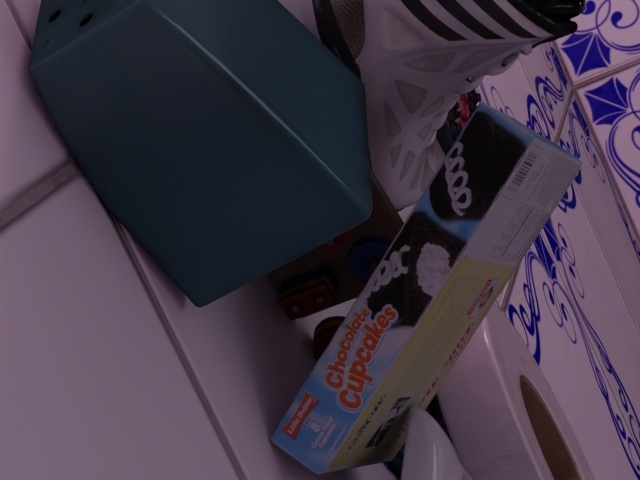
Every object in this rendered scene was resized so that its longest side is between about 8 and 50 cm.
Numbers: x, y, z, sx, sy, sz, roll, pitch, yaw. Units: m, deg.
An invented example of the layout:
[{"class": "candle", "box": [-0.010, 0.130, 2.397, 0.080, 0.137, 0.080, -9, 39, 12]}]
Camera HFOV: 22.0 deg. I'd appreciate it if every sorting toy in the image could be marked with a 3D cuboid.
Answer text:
[{"class": "sorting toy", "box": [0.000, 0.000, 1.417, 0.274, 0.132, 0.046, 58, 22, -29]}]

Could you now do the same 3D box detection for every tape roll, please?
[{"class": "tape roll", "box": [0.225, 0.247, 1.727, 0.392, 0.072, 0.392, 59, 13, -21]}]

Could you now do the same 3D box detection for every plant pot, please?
[{"class": "plant pot", "box": [-0.096, -0.106, 1.227, 0.234, 0.165, 0.165, 47, 27, -35]}]

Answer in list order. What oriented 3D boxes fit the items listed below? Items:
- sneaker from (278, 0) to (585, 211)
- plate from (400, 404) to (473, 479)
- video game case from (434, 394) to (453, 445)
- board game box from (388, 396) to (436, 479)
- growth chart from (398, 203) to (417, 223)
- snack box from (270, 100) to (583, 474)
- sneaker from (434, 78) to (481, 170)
[{"class": "sneaker", "box": [0.119, -0.147, 1.490, 0.447, 0.257, 0.169, 54, 29, -67]}, {"class": "plate", "box": [0.119, 0.324, 1.400, 0.278, 0.045, 0.277, 64, 26, -42]}, {"class": "video game case", "box": [0.165, 0.299, 1.697, 0.210, 0.041, 0.232, 57, 21, -30]}, {"class": "board game box", "box": [0.080, 0.156, 1.641, 0.126, 0.026, 0.186, 56, 21, -32]}, {"class": "growth chart", "box": [0.069, -0.100, 1.753, 0.172, 0.021, 0.237, -39, 115, -61]}, {"class": "snack box", "box": [0.094, 0.046, 1.382, 0.060, 0.322, 0.187, 34, 8, 20]}, {"class": "sneaker", "box": [0.134, -0.065, 1.942, 0.121, 0.112, 0.299, 17, 65, -56]}]
